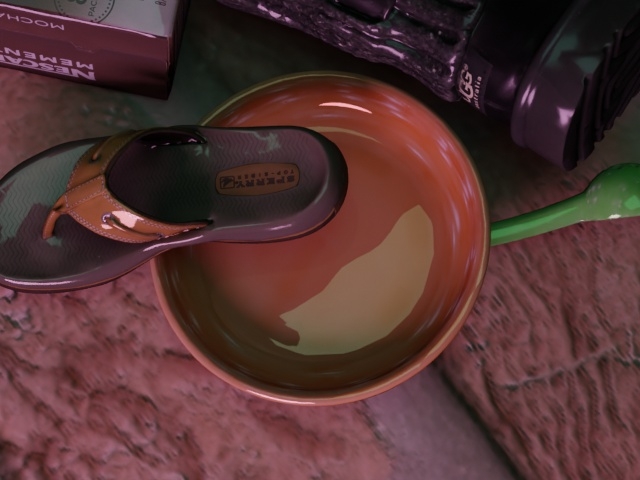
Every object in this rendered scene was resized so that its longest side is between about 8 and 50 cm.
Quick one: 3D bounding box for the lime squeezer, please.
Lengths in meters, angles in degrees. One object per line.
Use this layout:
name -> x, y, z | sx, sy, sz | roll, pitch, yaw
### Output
lime squeezer -> 0.206, 0.020, 1.109 | 0.310, 0.059, 0.110 | 23, 77, 1

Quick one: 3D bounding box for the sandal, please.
sandal -> -0.095, -0.025, 1.063 | 0.219, 0.060, 0.090 | -6, 74, 8

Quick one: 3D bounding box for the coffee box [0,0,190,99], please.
coffee box -> -0.140, -0.252, 1.114 | 0.168, 0.119, 0.297 | 12, 77, -2

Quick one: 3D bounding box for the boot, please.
boot -> 0.119, -0.221, 1.120 | 0.260, 0.131, 0.348 | 30, 59, 21

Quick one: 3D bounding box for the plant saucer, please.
plant saucer -> 0.000, 0.000, 1.097 | 0.200, 0.037, 0.200 | -2, 77, 7
